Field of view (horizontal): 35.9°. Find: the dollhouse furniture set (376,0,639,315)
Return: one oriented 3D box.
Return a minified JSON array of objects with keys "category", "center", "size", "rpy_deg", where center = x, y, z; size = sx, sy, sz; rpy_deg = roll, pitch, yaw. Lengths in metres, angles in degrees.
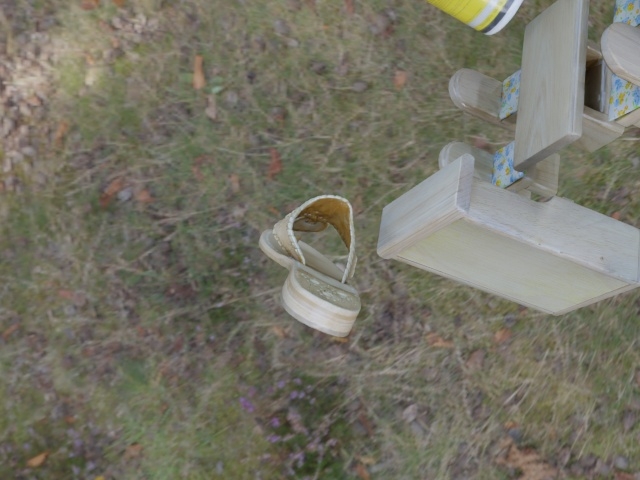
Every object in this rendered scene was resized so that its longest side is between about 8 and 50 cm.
[{"category":"dollhouse furniture set","center":[0.154,-0.088,0.751],"size":[0.212,0.161,0.242],"rpy_deg":[-35,40,58]}]

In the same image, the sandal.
[{"category":"sandal","center":[0.006,0.003,0.832],"size":[0.088,0.240,0.079],"rpy_deg":[24,101,-12]}]

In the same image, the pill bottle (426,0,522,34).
[{"category":"pill bottle","center":[0.161,-0.340,1.223],"size":[0.184,0.103,0.103],"rpy_deg":[26,108,-13]}]
